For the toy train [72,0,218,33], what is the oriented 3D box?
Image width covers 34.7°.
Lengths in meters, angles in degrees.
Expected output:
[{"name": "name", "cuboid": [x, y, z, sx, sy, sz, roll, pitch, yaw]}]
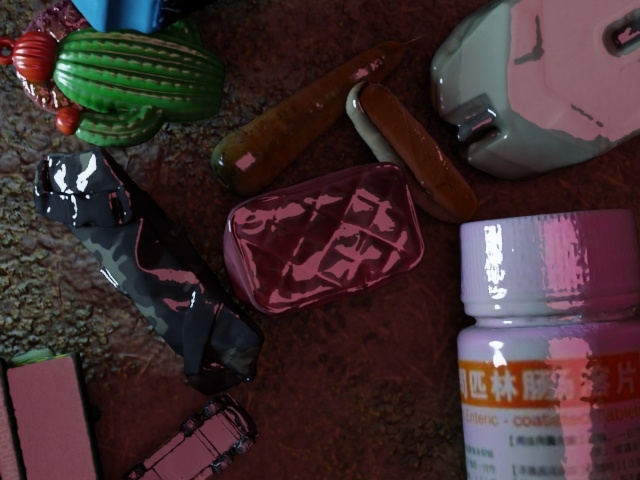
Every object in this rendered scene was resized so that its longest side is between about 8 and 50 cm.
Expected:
[{"name": "toy train", "cuboid": [-0.158, -0.383, 1.096, 0.300, 0.188, 0.265, -35, 79, -23]}]

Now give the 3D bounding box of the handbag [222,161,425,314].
[{"name": "handbag", "cuboid": [0.000, 0.000, 1.154, 0.225, 0.135, 0.146, -17, 89, -10]}]

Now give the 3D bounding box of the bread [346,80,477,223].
[{"name": "bread", "cuboid": [0.100, -0.096, 1.189, 0.214, 0.053, 0.073, 47, 55, -19]}]

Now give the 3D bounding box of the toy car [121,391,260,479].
[{"name": "toy car", "cuboid": [-0.149, 0.245, 1.164, 0.165, 0.062, 0.071, -40, 91, -6]}]

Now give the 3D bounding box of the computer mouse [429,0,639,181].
[{"name": "computer mouse", "cuboid": [0.333, -0.231, 1.192, 0.429, 0.145, 0.228, -29, 98, 6]}]

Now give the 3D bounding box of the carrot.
[{"name": "carrot", "cuboid": [0.002, -0.157, 1.194, 0.298, 0.078, 0.078, -37, 92, -9]}]

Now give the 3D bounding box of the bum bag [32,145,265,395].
[{"name": "bum bag", "cuboid": [-0.186, 0.027, 1.139, 0.340, 0.144, 0.095, 49, 43, -1]}]

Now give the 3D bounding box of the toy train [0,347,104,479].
[{"name": "toy train", "cuboid": [-0.316, 0.259, 1.120, 0.178, 0.138, 0.330, -11, 87, -15]}]

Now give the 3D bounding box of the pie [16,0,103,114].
[{"name": "pie", "cuboid": [-0.272, -0.208, 1.183, 0.155, 0.036, 0.154, 0, 90, -5]}]

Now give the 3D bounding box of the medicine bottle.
[{"name": "medicine bottle", "cuboid": [0.263, 0.164, 1.128, 0.219, 0.219, 0.388, -3, 89, -6]}]

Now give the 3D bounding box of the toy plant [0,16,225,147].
[{"name": "toy plant", "cuboid": [-0.222, -0.174, 1.119, 0.240, 0.088, 0.154, -16, 78, -19]}]
